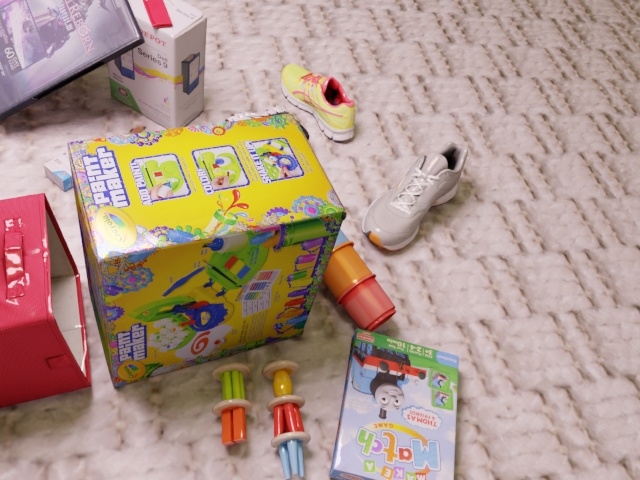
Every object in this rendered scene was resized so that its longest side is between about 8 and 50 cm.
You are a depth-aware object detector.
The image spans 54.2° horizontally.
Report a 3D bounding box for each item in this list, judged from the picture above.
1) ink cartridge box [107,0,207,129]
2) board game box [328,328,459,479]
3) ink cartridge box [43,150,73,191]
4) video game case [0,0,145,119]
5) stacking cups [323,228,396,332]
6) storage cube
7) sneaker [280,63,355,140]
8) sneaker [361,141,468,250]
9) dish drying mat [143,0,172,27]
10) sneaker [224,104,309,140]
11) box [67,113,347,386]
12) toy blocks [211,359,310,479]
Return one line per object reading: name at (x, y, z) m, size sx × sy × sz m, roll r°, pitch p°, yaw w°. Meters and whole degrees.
ink cartridge box at (-0.286, -0.317, 1.086) m, size 0.154 × 0.212 × 0.093 m, roll 31°, pitch 52°, yaw 9°
board game box at (0.108, 0.238, 0.866) m, size 0.160 × 0.039 × 0.212 m, roll 15°, pitch 51°, yaw -3°
ink cartridge box at (-0.400, -0.122, 1.022) m, size 0.048 × 0.028 × 0.083 m, roll 37°, pitch 53°, yaw 15°
video game case at (-0.434, -0.340, 0.994) m, size 0.274 × 0.026 × 0.196 m, roll -25°, pitch 83°, yaw 10°
stacking cups at (0.000, 0.000, 0.971) m, size 0.096 × 0.096 × 0.316 m, roll -27°, pitch 69°, yaw -30°
storage cube at (-0.399, 0.084, 0.749) m, size 0.193 × 0.215 × 0.184 m, roll -11°, pitch 57°, yaw -14°
sneaker at (0.002, -0.291, 1.217) m, size 0.081 × 0.094 × 0.208 m, roll -31°, pitch 64°, yaw -30°
sneaker at (0.166, -0.091, 1.086) m, size 0.099 × 0.121 × 0.262 m, roll 36°, pitch 53°, yaw 15°
dish drying mat at (-0.259, -0.366, 0.989) m, size 0.032 × 0.008 × 0.083 m, roll -13°, pitch 59°, yaw -20°
sneaker at (-0.097, -0.171, 1.082) m, size 0.106 × 0.078 × 0.234 m, roll 36°, pitch 36°, yaw 16°
box at (-0.154, 0.017, 0.809) m, size 0.279 × 0.290 × 0.177 m, roll -12°, pitch 57°, yaw -24°
toy blocks at (-0.077, 0.235, 0.811) m, size 0.123 × 0.054 × 0.148 m, roll 0°, pitch 53°, yaw -15°
